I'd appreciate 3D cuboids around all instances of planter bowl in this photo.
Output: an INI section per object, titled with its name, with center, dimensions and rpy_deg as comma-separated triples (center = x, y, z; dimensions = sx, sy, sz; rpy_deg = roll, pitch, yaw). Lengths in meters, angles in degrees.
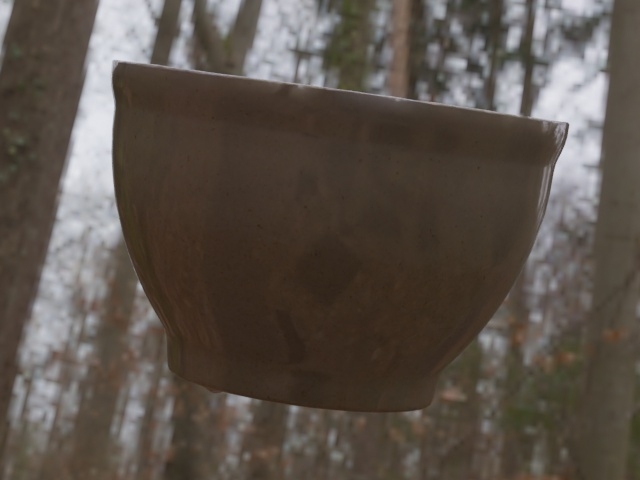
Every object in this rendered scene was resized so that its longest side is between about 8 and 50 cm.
[planter bowl]
center = 0.000, 0.000, 0.643
dimensions = 0.162, 0.109, 0.162
rpy_deg = 8, 5, -1
